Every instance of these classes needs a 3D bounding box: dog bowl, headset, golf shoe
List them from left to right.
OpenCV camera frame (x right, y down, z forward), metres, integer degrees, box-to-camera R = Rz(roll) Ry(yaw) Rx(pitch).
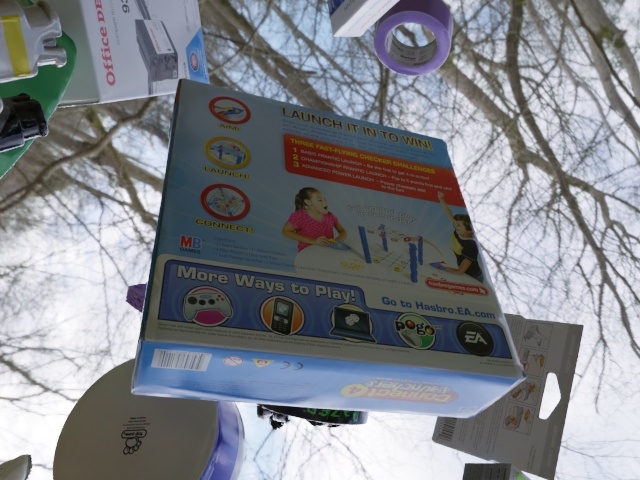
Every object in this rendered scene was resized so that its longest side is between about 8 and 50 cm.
[{"bbox_3d":[-0.721,0.537,1.242,0.186,0.086,0.068,-39,-130,12],"label":"golf shoe"},{"bbox_3d":[-0.254,0.310,0.836,0.264,0.104,0.265,-9,-128,12],"label":"dog bowl"},{"bbox_3d":[-0.045,0.384,1.286,0.394,0.243,0.185,168,-67,-69],"label":"headset"}]

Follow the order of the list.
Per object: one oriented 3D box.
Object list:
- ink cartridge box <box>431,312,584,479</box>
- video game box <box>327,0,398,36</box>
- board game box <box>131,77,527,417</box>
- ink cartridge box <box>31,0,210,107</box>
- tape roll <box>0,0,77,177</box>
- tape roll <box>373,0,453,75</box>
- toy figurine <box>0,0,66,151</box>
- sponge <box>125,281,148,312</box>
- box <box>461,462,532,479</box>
[{"bbox_3d":[0.381,0.298,1.124,0.261,0.066,0.297,3,-111,46],"label":"ink cartridge box"},{"bbox_3d":[0.050,-0.359,0.616,0.187,0.048,0.205,172,-92,-67],"label":"video game box"},{"bbox_3d":[0.000,0.000,0.532,0.086,0.308,0.302,117,-24,-45],"label":"board game box"},{"bbox_3d":[-0.335,-0.355,0.946,0.128,0.307,0.223,3,-71,22],"label":"ink cartridge box"},{"bbox_3d":[-0.447,-0.161,0.693,0.321,0.077,0.322,-19,-129,25],"label":"tape roll"},{"bbox_3d":[0.230,-0.508,1.382,0.188,0.189,0.080,-15,-133,39],"label":"tape roll"},{"bbox_3d":[-0.324,-0.174,0.448,0.213,0.148,0.210,-26,-90,53],"label":"toy figurine"},{"bbox_3d":[-0.179,0.093,0.851,0.117,0.210,0.031,30,-71,24],"label":"sponge"},{"bbox_3d":[0.357,0.509,1.033,0.103,0.203,0.114,-23,-147,46],"label":"box"}]
